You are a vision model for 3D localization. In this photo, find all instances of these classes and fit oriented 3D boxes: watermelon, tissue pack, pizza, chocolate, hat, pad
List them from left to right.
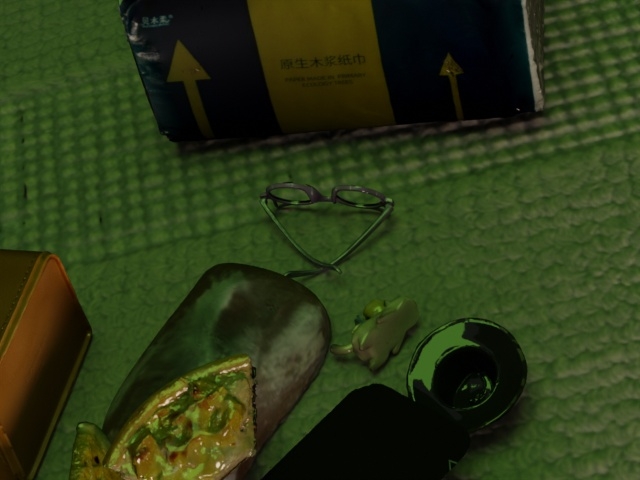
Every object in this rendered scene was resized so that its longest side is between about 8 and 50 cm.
[{"bbox_3d":[-0.387,0.109,1.726,0.275,0.145,0.194,2,50,17],"label":"tissue pack"},{"bbox_3d":[-0.190,0.255,1.580,0.075,0.092,0.181,6,40,1],"label":"watermelon"},{"bbox_3d":[-0.112,0.166,1.593,0.160,0.036,0.099,-37,67,-7],"label":"pizza"},{"bbox_3d":[-0.101,0.116,1.688,0.157,0.080,0.254,16,54,26],"label":"chocolate"},{"bbox_3d":[0.017,-0.270,1.904,0.417,0.253,0.264,-4,47,12],"label":"tissue pack"},{"bbox_3d":[0.060,0.265,1.526,0.250,0.055,0.323,-42,54,-18],"label":"pad"},{"bbox_3d":[0.135,0.129,1.639,0.121,0.050,0.121,-8,55,12],"label":"hat"}]

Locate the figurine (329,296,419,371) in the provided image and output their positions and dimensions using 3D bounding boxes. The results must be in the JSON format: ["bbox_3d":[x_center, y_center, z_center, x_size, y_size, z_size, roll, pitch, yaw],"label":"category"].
[{"bbox_3d":[0.050,0.081,1.714,0.051,0.047,0.083,18,49,41],"label":"figurine"}]

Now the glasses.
[{"bbox_3d":[0.000,0.000,1.812,0.140,0.062,0.103,1,70,15],"label":"glasses"}]
